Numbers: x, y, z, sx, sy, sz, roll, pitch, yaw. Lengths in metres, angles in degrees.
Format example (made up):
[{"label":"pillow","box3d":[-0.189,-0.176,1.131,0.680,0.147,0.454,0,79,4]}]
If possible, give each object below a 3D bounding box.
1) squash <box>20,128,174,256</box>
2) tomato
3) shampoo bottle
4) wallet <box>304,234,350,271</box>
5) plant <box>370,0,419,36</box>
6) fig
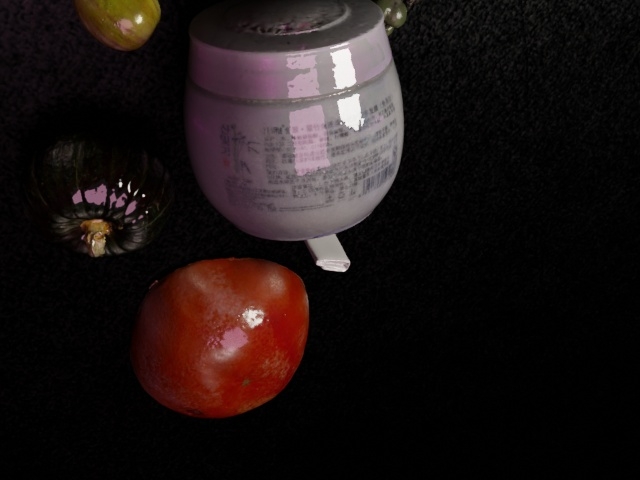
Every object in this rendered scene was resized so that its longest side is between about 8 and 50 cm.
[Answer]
[{"label":"squash","box3d":[-0.291,-0.060,1.054,0.193,0.156,0.193,3,125,4]},{"label":"tomato","box3d":[-0.151,0.188,1.345,0.338,0.144,0.338,-13,136,-13]},{"label":"shampoo bottle","box3d":[-0.033,-0.161,0.993,0.273,0.273,0.266,-12,122,-14]},{"label":"wallet","box3d":[0.000,0.000,1.254,0.061,0.122,0.025,9,125,-31]},{"label":"plant","box3d":[0.109,-0.330,1.046,0.085,0.087,0.174,41,103,-12]},{"label":"fig","box3d":[-0.264,-0.288,0.930,0.166,0.093,0.093,35,113,-11]}]
